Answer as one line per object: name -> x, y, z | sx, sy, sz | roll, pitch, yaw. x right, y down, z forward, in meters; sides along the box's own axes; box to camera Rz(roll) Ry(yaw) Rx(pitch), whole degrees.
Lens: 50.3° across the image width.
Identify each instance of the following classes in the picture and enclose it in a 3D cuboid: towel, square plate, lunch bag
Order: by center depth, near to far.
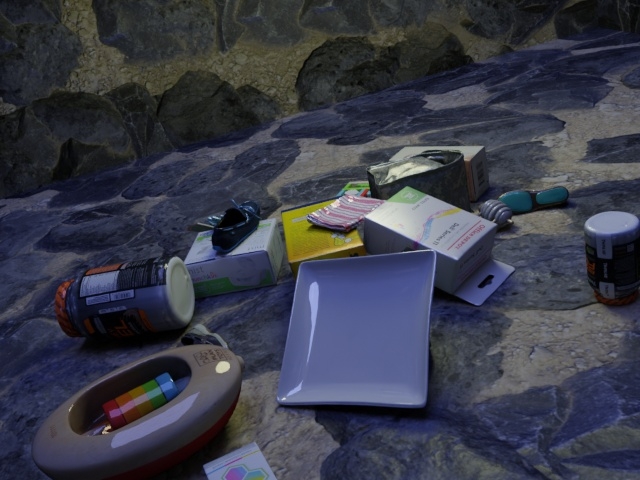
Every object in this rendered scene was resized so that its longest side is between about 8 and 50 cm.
square plate -> 0.085, 0.195, 1.486 | 0.344, 0.049, 0.347 | -6, 59, 28
towel -> 0.075, -0.081, 1.826 | 0.144, 0.029, 0.197 | 15, 33, 39
lunch bag -> 0.302, -0.128, 2.013 | 0.287, 0.235, 0.169 | -15, 28, -3

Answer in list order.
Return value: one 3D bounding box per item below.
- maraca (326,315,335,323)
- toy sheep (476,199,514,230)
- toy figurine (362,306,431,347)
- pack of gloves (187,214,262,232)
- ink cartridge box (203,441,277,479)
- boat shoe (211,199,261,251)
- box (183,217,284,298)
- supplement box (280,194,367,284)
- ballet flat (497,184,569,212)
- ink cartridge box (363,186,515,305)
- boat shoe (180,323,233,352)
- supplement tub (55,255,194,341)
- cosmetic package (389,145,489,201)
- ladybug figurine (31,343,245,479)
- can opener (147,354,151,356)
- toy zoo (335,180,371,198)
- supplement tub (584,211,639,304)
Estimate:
maraca -> 0.032, 0.202, 1.636 | 0.127, 0.099, 0.186 | -38, 8, -16
toy sheep -> 0.508, -0.073, 1.972 | 0.091, 0.091, 0.132 | -26, 41, -23
toy figurine -> 0.138, 0.201, 1.539 | 0.159, 0.130, 0.173 | -28, 66, -2
pack of gloves -> -0.288, -0.028, 2.219 | 0.232, 0.046, 0.195 | 8, -17, -34
ink cartridge box -> -0.126, 0.460, 1.213 | 0.109, 0.062, 0.209 | -21, 26, -16
boat shoe -> -0.242, -0.061, 2.034 | 0.109, 0.089, 0.258 | 6, 32, 11
box -> -0.259, 0.050, 2.077 | 0.262, 0.126, 0.231 | -11, 25, 8
supplement box -> 0.016, 0.043, 1.860 | 0.195, 0.194, 0.356 | -14, 25, 0
ballet flat -> 0.636, -0.121, 2.042 | 0.206, 0.073, 0.067 | -5, -1, 13
ink cartridge box -> 0.309, 0.006, 1.754 | 0.354, 0.119, 0.207 | 27, 44, 30
boat shoe -> -0.282, 0.269, 1.693 | 0.073, 0.080, 0.224 | -32, 24, -23
supplement tub -> -0.540, 0.165, 1.890 | 0.338, 0.207, 0.207 | -10, 25, 10
cosmetic package -> 0.395, -0.225, 2.272 | 0.296, 0.153, 0.129 | 4, 29, 37
ladybug figurine -> -0.353, 0.369, 1.409 | 0.450, 0.161, 0.305 | -23, 27, -17
can opener -> -0.358, 0.315, 1.651 | 0.186, 0.059, 0.073 | 9, 33, 42
toy zoo -> 0.130, -0.135, 2.369 | 0.193, 0.030, 0.293 | 0, 29, 28
supplement tub -> 0.654, 0.041, 1.518 | 0.117, 0.190, 0.117 | -12, 24, 5
